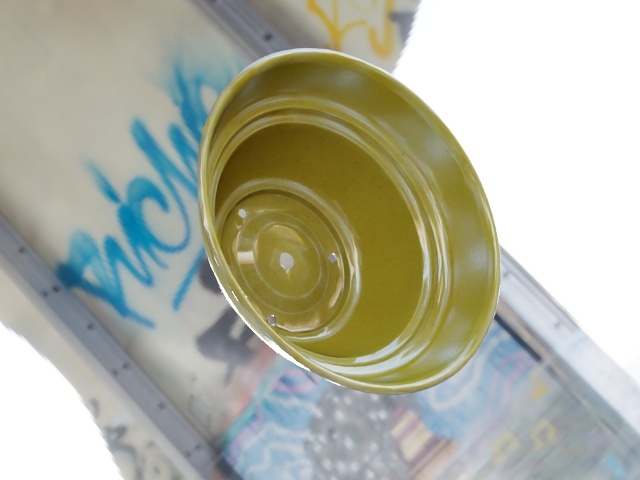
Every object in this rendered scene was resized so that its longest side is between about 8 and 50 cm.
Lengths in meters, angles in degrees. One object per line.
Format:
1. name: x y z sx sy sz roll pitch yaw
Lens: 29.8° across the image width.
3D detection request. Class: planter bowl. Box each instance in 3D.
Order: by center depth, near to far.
1. planter bowl: 0.000 0.000 0.733 0.217 0.217 0.090 -33 0 -41
